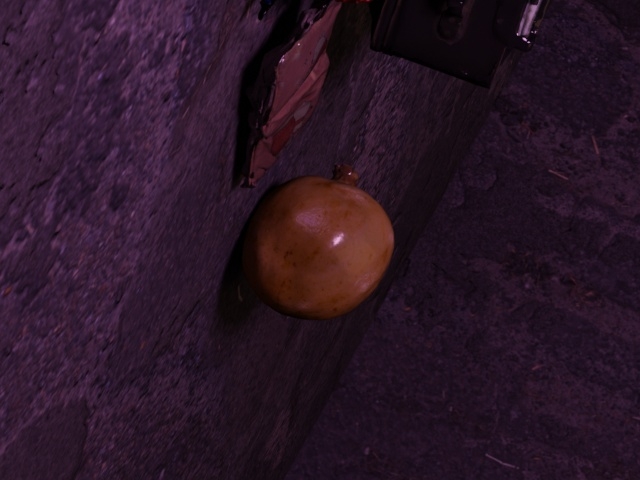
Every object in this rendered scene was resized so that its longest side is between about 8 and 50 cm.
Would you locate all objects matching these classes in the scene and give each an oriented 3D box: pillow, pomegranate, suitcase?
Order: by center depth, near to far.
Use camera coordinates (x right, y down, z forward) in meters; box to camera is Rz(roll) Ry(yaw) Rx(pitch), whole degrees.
[{"bbox_3d":[-0.036,-0.157,1.689,0.135,0.049,0.248,-56,171,-30],"label":"pillow"},{"bbox_3d":[0.181,-0.361,1.750,0.434,0.194,0.283,-69,178,-58],"label":"suitcase"},{"bbox_3d":[0.000,0.000,1.918,0.196,0.196,0.196,-60,169,-20],"label":"pomegranate"}]

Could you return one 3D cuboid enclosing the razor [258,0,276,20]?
[{"bbox_3d":[-0.051,-0.254,1.439,0.044,0.028,0.154,-55,168,-20],"label":"razor"}]

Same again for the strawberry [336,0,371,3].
[{"bbox_3d":[0.023,-0.284,1.537,0.131,0.148,0.131,180,-90,-67],"label":"strawberry"}]
